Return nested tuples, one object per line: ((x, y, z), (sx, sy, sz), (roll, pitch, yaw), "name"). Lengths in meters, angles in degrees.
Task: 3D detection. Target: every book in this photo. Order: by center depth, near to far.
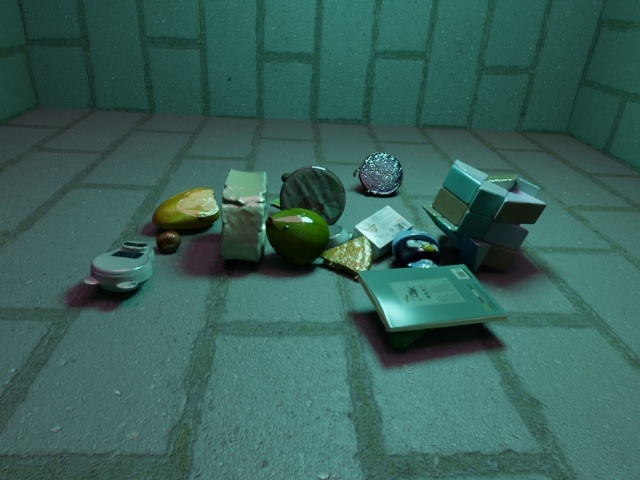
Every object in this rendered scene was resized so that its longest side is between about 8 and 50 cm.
((0.325, 0.161, 1.439), (0.380, 0.031, 0.264), (-2, 33, -16), "book")

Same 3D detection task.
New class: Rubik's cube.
((0.588, -0.101, 1.805), (0.388, 0.358, 0.368), (29, 27, 16), "Rubik's cube")

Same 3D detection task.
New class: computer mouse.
((0.000, 0.000, 1.839), (0.231, 0.079, 0.128), (-3, 26, 20), "computer mouse")

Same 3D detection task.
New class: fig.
((-0.091, -0.021, 1.691), (0.225, 0.202, 0.203), (24, 9, -43), "fig")

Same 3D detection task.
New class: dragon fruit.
((0.288, -0.320, 2.414), (0.224, 0.218, 0.148), (-39, 1, -4), "dragon fruit")

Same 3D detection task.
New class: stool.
((-0.045, -0.178, 1.995), (0.272, 0.271, 0.178), (-2, 13, -12), "stool")

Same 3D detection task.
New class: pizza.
((0.088, 0.065, 1.729), (0.199, 0.062, 0.188), (2, 49, 14), "pizza")

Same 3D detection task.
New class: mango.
((-0.538, -0.114, 1.919), (0.257, 0.138, 0.187), (-12, 49, -21), "mango")

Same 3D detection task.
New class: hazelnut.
((-0.547, 0.004, 1.754), (0.086, 0.086, 0.086), (3, 27, -2), "hazelnut")

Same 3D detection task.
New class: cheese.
((-0.269, -0.085, 1.726), (0.153, 0.292, 0.332), (2, 35, -5), "cheese")

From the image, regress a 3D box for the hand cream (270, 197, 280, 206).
((-0.135, -0.189, 2.218), (0.095, 0.045, 0.175), (25, 40, 33), "hand cream")

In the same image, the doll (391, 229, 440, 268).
((0.349, 0.056, 1.704), (0.177, 0.141, 0.314), (11, 31, -15), "doll")

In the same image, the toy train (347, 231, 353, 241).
((0.213, -0.003, 1.899), (0.252, 0.048, 0.055), (3, 29, -2), "toy train")

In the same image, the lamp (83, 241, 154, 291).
((-0.617, 0.090, 1.533), (0.180, 0.107, 0.246), (10, 26, 2), "lamp")

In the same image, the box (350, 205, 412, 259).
((0.233, -0.032, 1.845), (0.199, 0.081, 0.135), (-30, 61, -33), "box")

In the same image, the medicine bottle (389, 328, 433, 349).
((0.308, 0.228, 1.428), (0.111, 0.076, 0.309), (29, 36, 32), "medicine bottle")
